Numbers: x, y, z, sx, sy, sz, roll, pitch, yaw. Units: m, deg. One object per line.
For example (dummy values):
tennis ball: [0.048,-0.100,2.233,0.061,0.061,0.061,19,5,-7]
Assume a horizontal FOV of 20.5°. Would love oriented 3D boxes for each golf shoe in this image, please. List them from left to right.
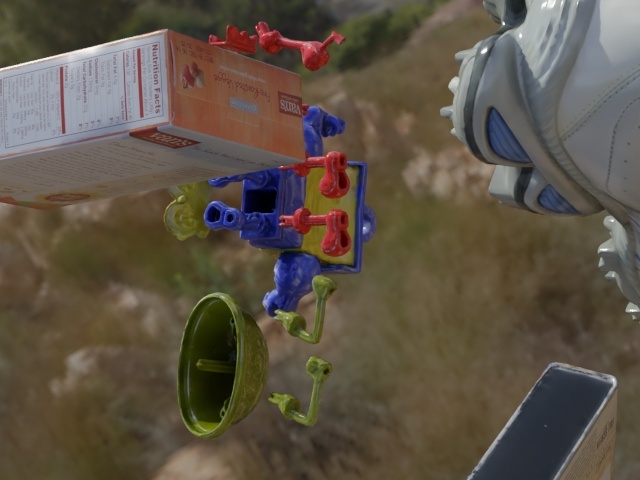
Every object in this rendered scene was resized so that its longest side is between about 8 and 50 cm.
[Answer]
golf shoe: [0.103,-0.014,0.404,0.086,0.176,0.069,8,81,36]

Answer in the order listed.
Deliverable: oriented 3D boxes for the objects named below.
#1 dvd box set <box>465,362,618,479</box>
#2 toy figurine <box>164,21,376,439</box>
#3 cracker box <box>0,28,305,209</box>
dvd box set: [0.137,0.344,1.332,0.062,0.420,0.307,15,38,26]
toy figurine: [0.000,0.000,1.599,0.191,0.362,0.217,-3,-8,36]
cracker box: [-0.147,-0.075,1.181,0.232,0.067,0.156,-8,-10,30]
